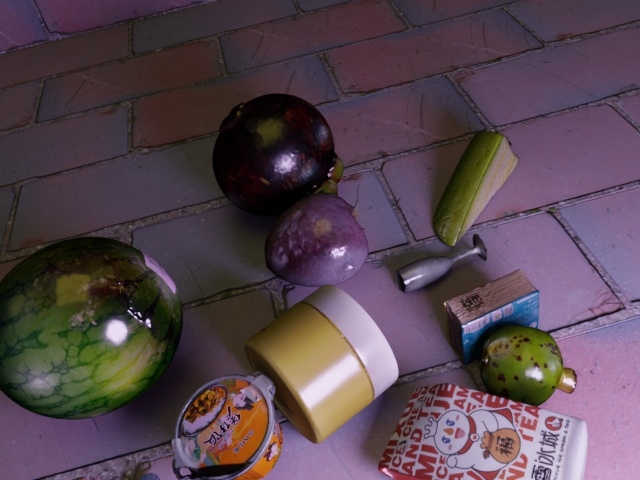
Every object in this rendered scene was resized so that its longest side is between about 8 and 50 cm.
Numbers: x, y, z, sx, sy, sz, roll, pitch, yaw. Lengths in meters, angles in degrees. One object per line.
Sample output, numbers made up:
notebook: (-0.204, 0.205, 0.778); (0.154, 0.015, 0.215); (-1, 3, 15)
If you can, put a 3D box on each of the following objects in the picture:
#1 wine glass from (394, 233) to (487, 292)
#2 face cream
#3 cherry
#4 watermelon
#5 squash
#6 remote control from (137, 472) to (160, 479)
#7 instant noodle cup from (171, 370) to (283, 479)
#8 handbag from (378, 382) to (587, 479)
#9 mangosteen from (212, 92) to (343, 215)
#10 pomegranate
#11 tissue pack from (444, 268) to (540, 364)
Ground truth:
wine glass: (0.254, 0.050, 1.333); (0.197, 0.066, 0.066); (-21, 44, -10)
face cream: (-0.002, 0.215, 1.105); (0.179, 0.218, 0.218); (-34, 48, -21)
cherry: (0.000, 0.000, 1.358); (0.265, 0.184, 0.213); (-30, 35, 4)
watermelon: (-0.440, 0.164, 1.178); (0.362, 0.363, 0.363); (-6, 44, 6)
squash: (0.356, -0.112, 1.502); (0.111, 0.203, 0.289); (23, 88, 30)
remote control: (-0.342, 0.456, 1.074); (0.152, 0.027, 0.043); (-31, 52, -16)
instant noodle cup: (-0.140, 0.335, 1.067); (0.208, 0.126, 0.178); (-33, 49, -3)
handbag: (0.246, 0.338, 0.976); (0.297, 0.151, 0.171); (10, 53, 27)
mangosteen: (-0.091, -0.182, 1.534); (0.306, 0.359, 0.306); (-37, 24, 19)
pomegranate: (0.361, 0.222, 1.083); (0.169, 0.122, 0.143); (18, 78, 15)
tissue pack: (0.321, 0.142, 1.182); (0.169, 0.120, 0.082); (-23, 41, -9)
